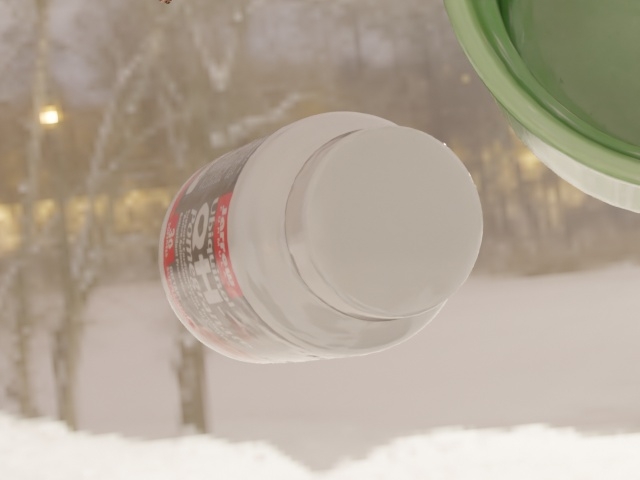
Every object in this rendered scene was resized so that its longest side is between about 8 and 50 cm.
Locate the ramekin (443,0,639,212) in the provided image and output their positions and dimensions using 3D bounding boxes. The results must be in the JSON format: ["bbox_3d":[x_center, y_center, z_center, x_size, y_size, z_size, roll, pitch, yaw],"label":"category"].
[{"bbox_3d":[0.221,-0.156,1.150,0.303,0.303,0.148,-6,-14,5],"label":"ramekin"}]

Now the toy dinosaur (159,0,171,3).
[{"bbox_3d":[-0.105,-0.199,1.567,0.047,0.090,0.082,-42,-15,-10],"label":"toy dinosaur"}]

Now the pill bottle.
[{"bbox_3d":[0.000,0.000,1.464,0.176,0.176,0.318,-7,-3,-19],"label":"pill bottle"}]
